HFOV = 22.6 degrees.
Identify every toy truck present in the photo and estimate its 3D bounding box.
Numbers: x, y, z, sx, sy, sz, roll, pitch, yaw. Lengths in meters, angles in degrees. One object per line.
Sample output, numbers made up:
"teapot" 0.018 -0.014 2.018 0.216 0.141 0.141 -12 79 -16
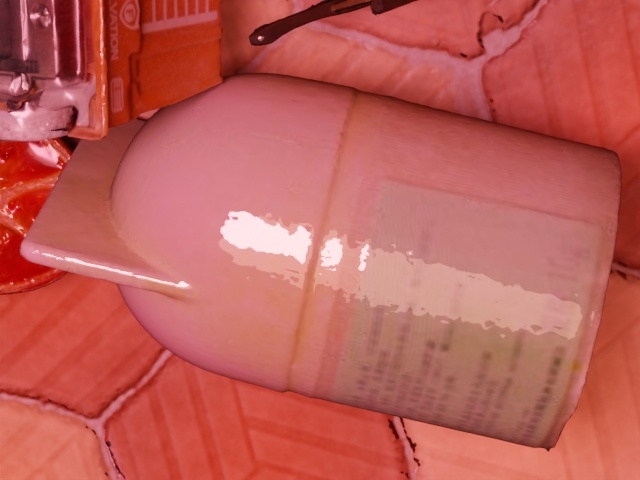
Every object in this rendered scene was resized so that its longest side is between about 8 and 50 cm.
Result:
"toy truck" -0.265 -0.180 1.157 0.388 0.207 0.173 9 108 29

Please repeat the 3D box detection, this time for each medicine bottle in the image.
"medicine bottle" 0.000 0.000 1.199 0.406 0.235 0.235 13 106 1

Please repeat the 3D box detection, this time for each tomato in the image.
"tomato" -0.250 -0.036 1.297 0.156 0.069 0.155 2 106 8

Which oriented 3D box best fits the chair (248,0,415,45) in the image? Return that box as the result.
"chair" 0.093 -0.263 1.178 0.186 0.319 0.160 -3 109 52
